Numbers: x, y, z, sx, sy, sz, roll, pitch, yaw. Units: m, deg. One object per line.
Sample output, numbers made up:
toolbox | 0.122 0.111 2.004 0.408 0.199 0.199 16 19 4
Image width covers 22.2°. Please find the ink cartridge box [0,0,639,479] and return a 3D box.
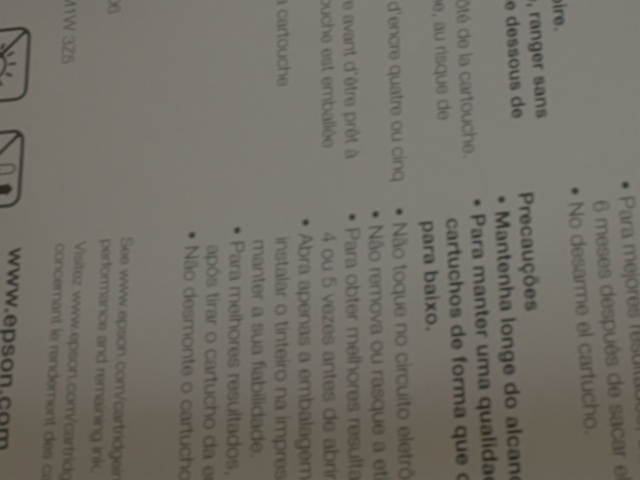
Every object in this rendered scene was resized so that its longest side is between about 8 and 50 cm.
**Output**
ink cartridge box | 0.048 -0.002 0.370 0.330 0.324 0.071 -5 158 13
